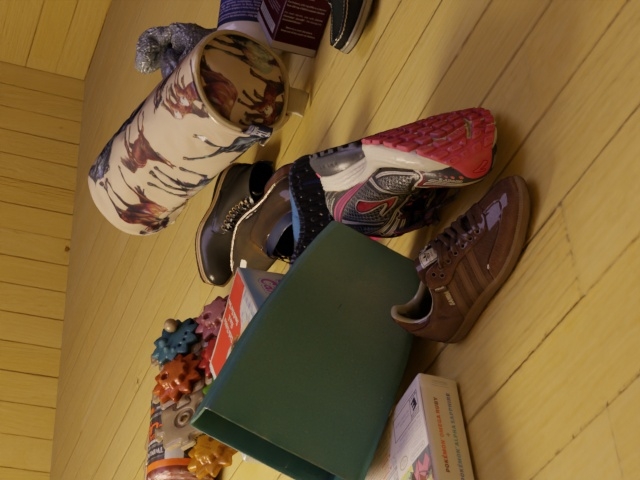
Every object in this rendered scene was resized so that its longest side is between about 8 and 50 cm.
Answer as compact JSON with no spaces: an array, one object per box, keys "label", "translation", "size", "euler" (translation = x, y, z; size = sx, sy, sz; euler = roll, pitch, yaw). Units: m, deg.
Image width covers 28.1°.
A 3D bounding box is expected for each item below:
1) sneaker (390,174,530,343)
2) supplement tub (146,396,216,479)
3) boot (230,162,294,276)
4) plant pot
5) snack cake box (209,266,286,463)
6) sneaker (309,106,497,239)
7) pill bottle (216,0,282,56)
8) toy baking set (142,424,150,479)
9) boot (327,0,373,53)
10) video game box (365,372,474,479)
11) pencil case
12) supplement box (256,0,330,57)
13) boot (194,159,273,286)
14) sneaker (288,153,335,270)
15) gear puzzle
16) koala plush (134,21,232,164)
[{"label":"sneaker","translation":[0.126,0.019,1.157],"size":[0.066,0.071,0.188],"euler":[-104,31,-53]},{"label":"supplement tub","translation":[-0.205,0.314,1.904],"size":[0.106,0.106,0.198],"euler":[126,150,-51]},{"label":"boot","translation":[-0.069,0.005,1.728],"size":[0.106,0.082,0.219],"euler":[-95,26,-47]},{"label":"plant pot","translation":[0.000,0.113,1.291],"size":[0.234,0.165,0.166],"euler":[-63,4,-18]},{"label":"snack cake box","translation":[-0.062,0.154,1.604],"size":[0.264,0.089,0.152],"euler":[-123,46,-65]},{"label":"sneaker","translation":[0.093,-0.061,1.276],"size":[0.299,0.121,0.112],"euler":[-9,100,70]},{"label":"pill bottle","translation":[-0.104,-0.341,1.989],"size":[0.112,0.112,0.186],"euler":[147,133,-65]},{"label":"toy baking set","translation":[-0.258,0.334,2.176],"size":[0.197,0.030,0.256],"euler":[-152,74,-68]},{"label":"boot","translation":[-0.020,-0.363,1.646],"size":[0.085,0.179,0.236],"euler":[140,139,-62]},{"label":"video game box","translation":[0.080,0.258,1.189],"size":[0.187,0.048,0.205],"euler":[-93,23,-45]},{"label":"pencil case","translation":[-0.198,-0.147,1.917],"size":[0.410,0.183,0.160],"euler":[-35,29,50]},{"label":"supplement box","translation":[-0.016,-0.399,1.826],"size":[0.130,0.073,0.239],"euler":[-111,36,-57]},{"label":"boot","translation":[-0.130,-0.030,1.949],"size":[0.137,0.077,0.198],"euler":[-9,72,65]},{"label":"sneaker","translation":[0.000,0.000,1.578],"size":[0.082,0.069,0.209],"euler":[46,-140,-72]},{"label":"gear puzzle","translation":[-0.175,0.210,1.831],"size":[0.175,0.044,0.339],"euler":[-30,37,13]},{"label":"koala plush","translation":[-0.212,-0.235,2.140],"size":[0.203,0.196,0.221],"euler":[-2,73,61]}]
